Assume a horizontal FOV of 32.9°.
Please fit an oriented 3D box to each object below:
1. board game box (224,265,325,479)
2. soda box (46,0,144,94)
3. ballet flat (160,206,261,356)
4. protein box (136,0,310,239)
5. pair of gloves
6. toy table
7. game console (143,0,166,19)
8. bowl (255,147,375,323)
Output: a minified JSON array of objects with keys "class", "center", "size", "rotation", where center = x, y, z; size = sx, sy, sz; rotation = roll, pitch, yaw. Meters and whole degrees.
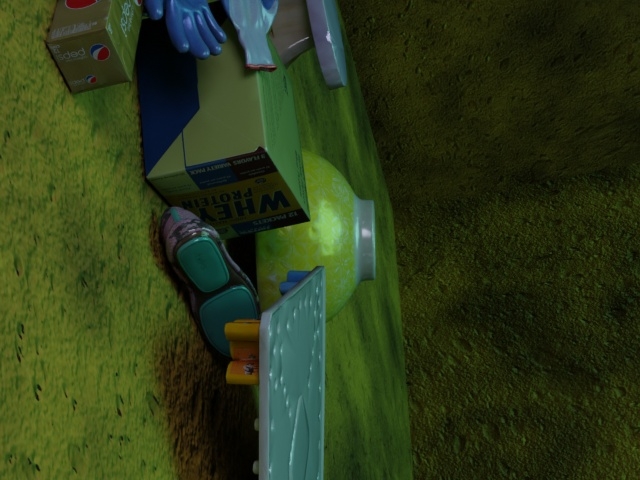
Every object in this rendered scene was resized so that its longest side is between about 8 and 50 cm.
[{"class":"board game box","center":[-0.046,0.243,1.239],"size":[0.390,0.050,0.389],"rotation":[-37,128,-80]},{"class":"soda box","center":[-0.204,-0.217,1.011],"size":[0.181,0.058,0.061],"rotation":[-91,166,-45]},{"class":"ballet flat","center":[-0.122,0.040,1.207],"size":[0.221,0.077,0.079],"rotation":[68,-5,-48]},{"class":"protein box","center":[-0.109,-0.133,1.246],"size":[0.201,0.136,0.199],"rotation":[57,23,-66]},{"class":"pair of gloves","center":[-0.107,-0.251,1.117],"size":[0.198,0.023,0.159],"rotation":[0,70,-50]},{"class":"toy table","center":[-0.057,-0.349,1.749],"size":[0.274,0.161,0.252],"rotation":[-92,167,-46]},{"class":"game console","center":[-0.190,-0.303,1.154],"size":[0.107,0.071,0.122],"rotation":[65,16,-57]},{"class":"bowl","center":[0.000,0.000,1.551],"size":[0.289,0.156,0.289],"rotation":[-2,90,-86]}]
